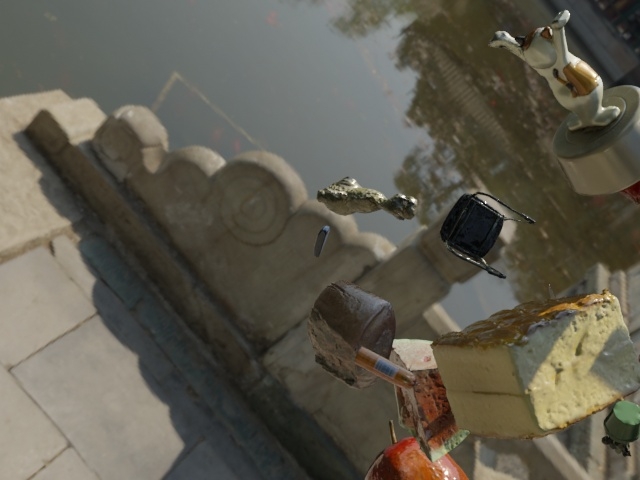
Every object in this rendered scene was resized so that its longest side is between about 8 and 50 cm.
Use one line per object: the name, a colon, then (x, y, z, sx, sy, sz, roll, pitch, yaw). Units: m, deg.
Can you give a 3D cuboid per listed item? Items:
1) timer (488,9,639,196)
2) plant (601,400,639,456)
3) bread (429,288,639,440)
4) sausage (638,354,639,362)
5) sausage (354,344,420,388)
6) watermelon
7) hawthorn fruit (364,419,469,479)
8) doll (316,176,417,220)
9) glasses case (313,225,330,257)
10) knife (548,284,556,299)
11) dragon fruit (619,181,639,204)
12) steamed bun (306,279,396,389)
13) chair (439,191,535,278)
timer: (0.374, -0.214, 1.166, 0.266, 0.175, 0.175, 45, 27, -23)
plant: (0.429, 0.274, 1.143, 0.051, 0.051, 0.102, -96, -179, -47)
bread: (0.405, 0.236, 1.514, 0.279, 0.279, 0.207, -17, 90, -28)
sausage: (0.676, 0.239, 1.592, 0.131, 0.039, 0.041, 89, 7, -82)
sausage: (0.102, 0.197, 1.215, 0.107, 0.031, 0.031, 27, 21, 17)
watermelon: (0.252, 0.350, 1.808, 0.176, 0.255, 0.260, -2, 84, -50)
hawthorn fruit: (0.229, 0.599, 1.965, 0.287, 0.287, 0.330, 13, 47, -51)
doll: (0.094, -0.089, 1.719, 0.286, 0.202, 0.091, -102, -164, -84)
glasses case: (0.000, 0.000, 1.877, 0.023, 0.083, 0.033, 22, 38, 4)
knife: (0.524, 0.155, 1.758, 0.023, 0.010, 0.170, 33, -22, 52)
dragon fruit: (0.704, -0.178, 1.603, 0.302, 0.330, 0.240, 19, -3, -39)
steamed bun: (0.044, 0.160, 1.362, 0.144, 0.175, 0.106, 26, 34, 37)
chair: (0.331, -0.024, 1.706, 0.145, 0.140, 0.221, 28, 4, -11)
